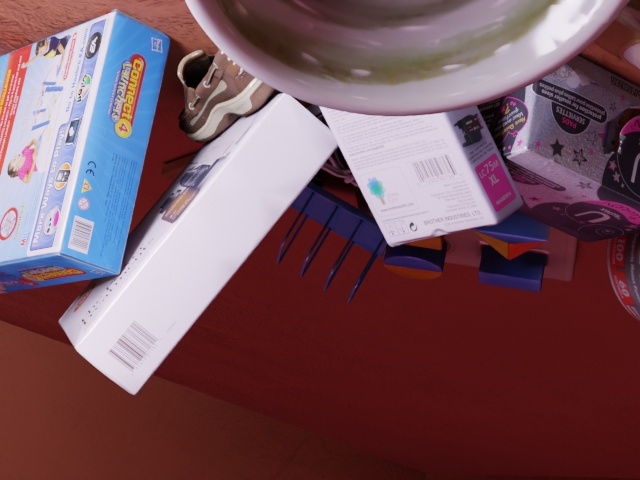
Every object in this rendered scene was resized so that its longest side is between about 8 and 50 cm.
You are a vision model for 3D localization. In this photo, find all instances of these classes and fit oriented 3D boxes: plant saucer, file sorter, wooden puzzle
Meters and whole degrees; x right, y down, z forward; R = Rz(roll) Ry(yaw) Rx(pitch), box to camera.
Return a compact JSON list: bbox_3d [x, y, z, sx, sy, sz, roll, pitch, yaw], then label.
[{"bbox_3d":[0.076,-0.278,1.286,0.401,0.100,0.400,-2,136,-2],"label":"plant saucer"},{"bbox_3d":[0.000,0.000,2.228,0.170,0.104,0.118,29,163,4],"label":"file sorter"},{"bbox_3d":[0.210,-0.002,2.281,0.322,0.080,0.348,8,163,10],"label":"wooden puzzle"}]

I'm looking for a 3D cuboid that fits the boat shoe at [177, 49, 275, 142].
[{"bbox_3d":[-0.127,-0.193,1.901,0.095,0.095,0.257,40,156,-13],"label":"boat shoe"}]

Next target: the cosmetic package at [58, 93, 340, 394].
[{"bbox_3d":[-0.155,-0.005,1.891,0.097,0.377,0.284,40,174,-10],"label":"cosmetic package"}]

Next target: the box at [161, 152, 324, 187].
[{"bbox_3d":[-0.116,-0.094,2.296,0.164,0.021,0.201,21,161,-30],"label":"box"}]

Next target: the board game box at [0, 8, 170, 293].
[{"bbox_3d":[-0.331,-0.099,1.929,0.086,0.308,0.302,23,160,-36],"label":"board game box"}]

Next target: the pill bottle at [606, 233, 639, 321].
[{"bbox_3d":[0.499,0.031,1.817,0.210,0.210,0.363,16,-179,-16],"label":"pill bottle"}]

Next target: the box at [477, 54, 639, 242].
[{"bbox_3d":[0.283,-0.106,1.788,0.247,0.142,0.163,21,161,-30],"label":"box"}]

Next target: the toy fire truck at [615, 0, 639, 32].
[{"bbox_3d":[0.188,-0.236,1.458,0.246,0.158,0.217,-18,148,37],"label":"toy fire truck"}]

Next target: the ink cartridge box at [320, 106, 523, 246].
[{"bbox_3d":[0.081,-0.150,1.714,0.186,0.065,0.311,-12,111,52],"label":"ink cartridge box"}]

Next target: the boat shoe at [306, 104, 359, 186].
[{"bbox_3d":[0.048,-0.122,1.953,0.113,0.104,0.306,18,162,-20],"label":"boat shoe"}]

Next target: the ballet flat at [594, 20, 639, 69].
[{"bbox_3d":[0.373,-0.193,1.568,0.232,0.073,0.080,1,160,31],"label":"ballet flat"}]
